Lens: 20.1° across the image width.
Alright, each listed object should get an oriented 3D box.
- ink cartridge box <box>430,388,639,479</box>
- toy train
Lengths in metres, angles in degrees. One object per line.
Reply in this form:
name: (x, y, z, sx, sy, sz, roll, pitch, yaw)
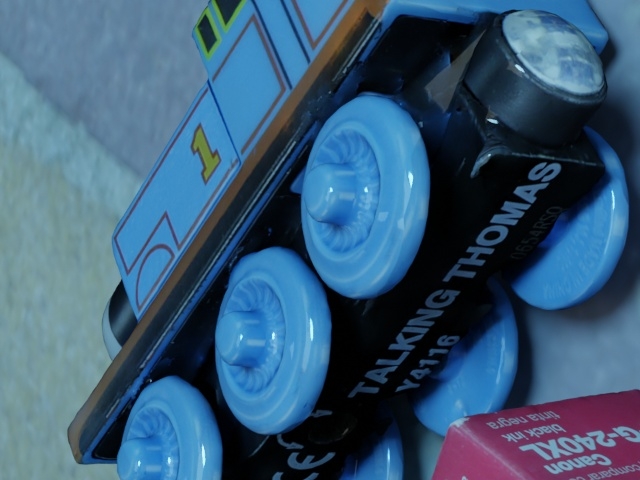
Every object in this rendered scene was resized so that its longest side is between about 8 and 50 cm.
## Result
ink cartridge box: (0.078, 0.115, 0.351, 0.150, 0.063, 0.109, 37, 118, 42)
toy train: (0.000, 0.000, 0.433, 0.184, 0.080, 0.105, -54, 44, 38)
